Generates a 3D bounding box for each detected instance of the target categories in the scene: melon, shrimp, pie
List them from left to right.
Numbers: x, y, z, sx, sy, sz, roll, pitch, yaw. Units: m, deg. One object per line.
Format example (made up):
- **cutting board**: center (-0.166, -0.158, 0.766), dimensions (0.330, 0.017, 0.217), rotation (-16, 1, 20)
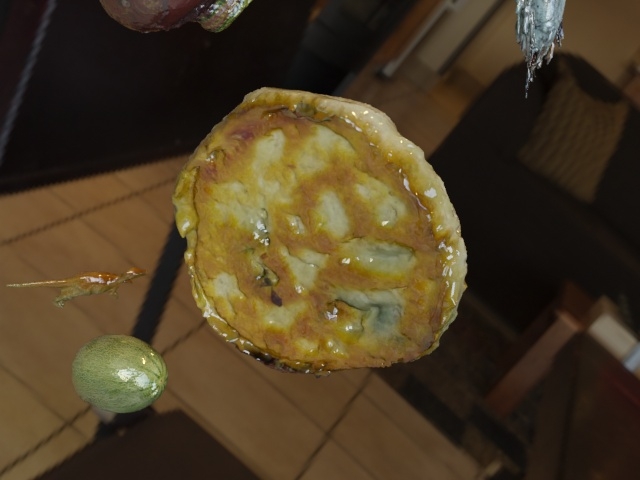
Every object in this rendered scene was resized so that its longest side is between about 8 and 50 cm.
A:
- **melon**: center (-0.356, 0.232, 2.332), dimensions (0.192, 0.139, 0.139), rotation (6, -1, 26)
- **pie**: center (0.000, 0.000, 1.259), dimensions (0.315, 0.315, 0.092), rotation (42, 39, 7)
- **shrimp**: center (0.332, -0.335, 2.059), dimensions (0.090, 0.233, 0.079), rotation (4, 7, -38)

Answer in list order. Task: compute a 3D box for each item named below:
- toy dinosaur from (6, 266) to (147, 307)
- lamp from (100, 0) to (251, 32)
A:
- **toy dinosaur**: center (-0.342, 0.057, 1.895), dimensions (0.162, 0.126, 0.039), rotation (13, 59, -42)
- **lamp**: center (-0.124, -0.248, 1.193), dimensions (0.135, 0.157, 0.156), rotation (48, 42, -28)
